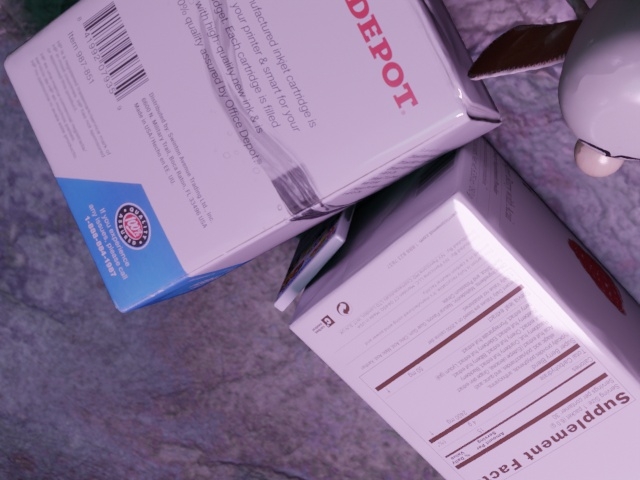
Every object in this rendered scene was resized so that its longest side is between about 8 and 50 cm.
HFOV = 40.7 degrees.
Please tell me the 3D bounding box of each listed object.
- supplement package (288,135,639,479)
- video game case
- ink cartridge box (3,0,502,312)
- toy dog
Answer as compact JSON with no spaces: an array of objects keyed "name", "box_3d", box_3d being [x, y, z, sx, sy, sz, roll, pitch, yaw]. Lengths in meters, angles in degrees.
[{"name":"supplement package","box_3d":[0.150,0.081,0.713,0.175,0.177,0.293,-40,102,25]},{"name":"video game case","box_3d":[0.000,0.000,0.737,0.011,0.122,0.087,37,117,-9]},{"name":"ink cartridge box","box_3d":[-0.053,-0.114,0.655,0.307,0.129,0.223,-28,84,23]},{"name":"toy dog","box_3d":[0.183,-0.138,0.556,0.220,0.333,0.161,33,138,23]}]
